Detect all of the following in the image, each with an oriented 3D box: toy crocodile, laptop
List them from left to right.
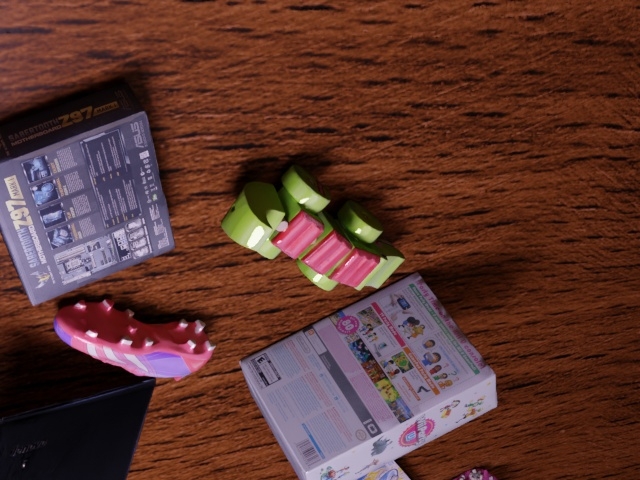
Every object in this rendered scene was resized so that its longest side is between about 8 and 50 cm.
[{"bbox_3d":[-0.444,0.360,1.514,0.408,0.236,0.382,-17,175,19],"label":"laptop"},{"bbox_3d":[0.000,0.000,1.515,0.115,0.105,0.340,-45,142,13],"label":"toy crocodile"}]

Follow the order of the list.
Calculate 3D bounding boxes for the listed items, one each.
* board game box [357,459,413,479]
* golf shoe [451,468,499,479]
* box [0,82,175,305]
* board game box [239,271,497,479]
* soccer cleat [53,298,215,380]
[{"bbox_3d":[0.097,0.457,2.137,0.136,0.035,0.201,-35,143,1],"label":"board game box"},{"bbox_3d":[0.218,0.558,2.278,0.306,0.115,0.140,-18,143,-19],"label":"golf shoe"},{"bbox_3d":[-0.269,-0.047,1.300,0.183,0.059,0.233,-24,142,-15],"label":"box"},{"bbox_3d":[0.069,0.206,1.691,0.303,0.224,0.097,-26,141,-11],"label":"board game box"},{"bbox_3d":[-0.245,0.138,1.506,0.248,0.083,0.095,13,127,-47],"label":"soccer cleat"}]
